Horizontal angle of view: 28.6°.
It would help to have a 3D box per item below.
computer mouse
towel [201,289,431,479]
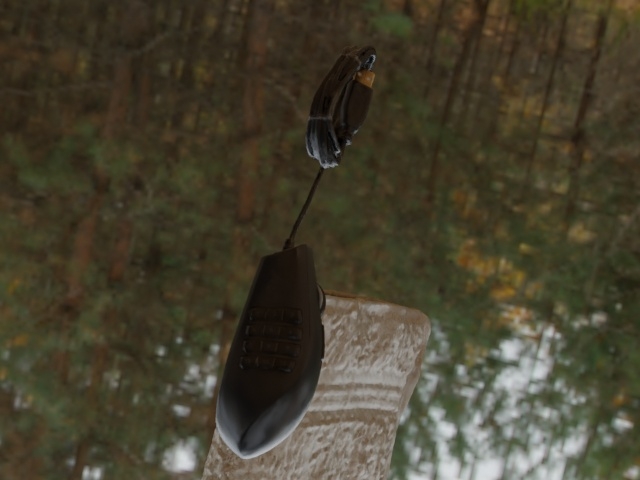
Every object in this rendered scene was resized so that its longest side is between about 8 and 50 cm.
[{"bbox_3d":[0.000,0.000,0.658,0.041,0.242,0.071,11,159,14],"label":"computer mouse"},{"bbox_3d":[0.007,0.135,1.041,0.049,0.187,0.282,17,-177,29],"label":"towel"}]
